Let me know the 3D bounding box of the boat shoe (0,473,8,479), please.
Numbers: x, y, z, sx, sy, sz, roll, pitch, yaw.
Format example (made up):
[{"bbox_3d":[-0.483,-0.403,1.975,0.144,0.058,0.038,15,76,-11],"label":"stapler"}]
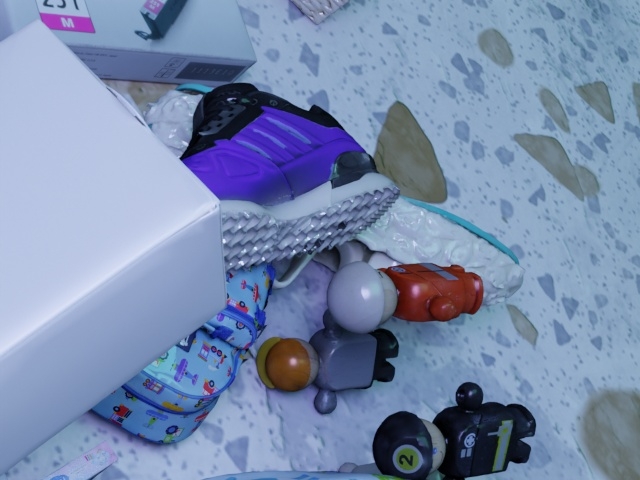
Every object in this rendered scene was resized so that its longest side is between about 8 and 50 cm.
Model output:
[{"bbox_3d":[-0.227,0.310,0.951,0.156,0.136,0.367,-9,66,-45],"label":"boat shoe"}]

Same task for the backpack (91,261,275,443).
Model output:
[{"bbox_3d":[-0.127,0.069,1.220,0.158,0.117,0.173,35,46,-20],"label":"backpack"}]

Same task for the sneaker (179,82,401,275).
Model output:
[{"bbox_3d":[-0.076,-0.056,1.199,0.293,0.102,0.146,-10,63,-48],"label":"sneaker"}]

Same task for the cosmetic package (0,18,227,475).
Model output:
[{"bbox_3d":[-0.257,0.050,0.935,0.365,0.155,0.197,-35,66,-20],"label":"cosmetic package"}]

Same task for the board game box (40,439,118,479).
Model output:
[{"bbox_3d":[-0.204,0.189,1.087,0.020,0.090,0.090,54,42,5],"label":"board game box"}]

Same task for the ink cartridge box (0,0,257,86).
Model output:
[{"bbox_3d":[-0.212,-0.266,1.418,0.275,0.060,0.238,-1,65,-42],"label":"ink cartridge box"}]

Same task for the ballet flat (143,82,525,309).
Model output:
[{"bbox_3d":[0.000,0.000,1.390,0.409,0.147,0.147,27,47,-20],"label":"ballet flat"}]

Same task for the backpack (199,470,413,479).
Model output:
[{"bbox_3d":[0.014,0.300,1.078,0.356,0.290,0.273,21,10,-17],"label":"backpack"}]

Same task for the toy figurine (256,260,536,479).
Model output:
[{"bbox_3d":[0.054,0.135,1.269,0.148,0.209,0.213,-3,66,-36],"label":"toy figurine"}]

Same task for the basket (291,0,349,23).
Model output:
[{"bbox_3d":[-0.011,-0.331,1.608,0.167,0.103,0.113,42,43,-11],"label":"basket"}]
